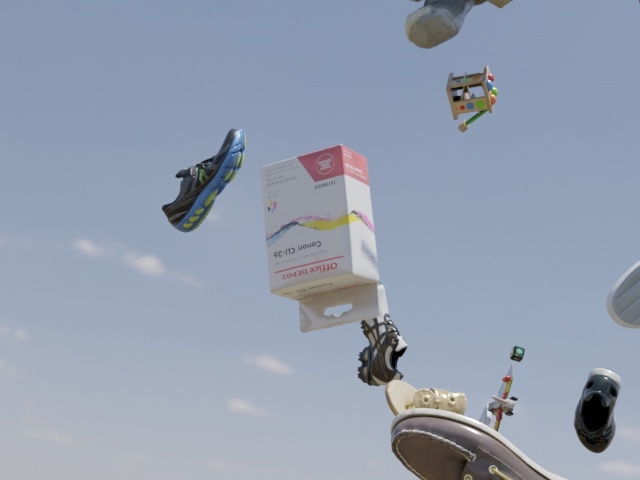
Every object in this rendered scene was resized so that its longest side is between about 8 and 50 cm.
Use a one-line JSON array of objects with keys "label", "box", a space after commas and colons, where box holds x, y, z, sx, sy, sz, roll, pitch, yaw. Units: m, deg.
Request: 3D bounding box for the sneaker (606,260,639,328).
[{"label": "sneaker", "box": [0.497, 0.047, 1.848, 0.258, 0.094, 0.091, -29, -5, -17]}]

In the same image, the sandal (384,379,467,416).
[{"label": "sandal", "box": [0.188, 0.252, 1.978, 0.079, 0.088, 0.240, -29, -41, 20]}]

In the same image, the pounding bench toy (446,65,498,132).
[{"label": "pounding bench toy", "box": [0.224, -0.200, 1.917, 0.065, 0.052, 0.083, -8, -59, 18]}]

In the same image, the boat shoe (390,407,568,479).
[{"label": "boat shoe", "box": [0.234, 0.340, 1.797, 0.324, 0.097, 0.117, 31, -53, 0]}]

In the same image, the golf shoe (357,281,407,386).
[{"label": "golf shoe", "box": [0.124, 0.176, 2.501, 0.093, 0.198, 0.077, -1, -6, 25]}]

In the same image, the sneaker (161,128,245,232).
[{"label": "sneaker", "box": [-0.185, -0.103, 2.104, 0.078, 0.188, 0.067, 37, 2, 15]}]

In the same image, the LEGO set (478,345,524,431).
[{"label": "LEGO set", "box": [0.318, 0.316, 2.480, 0.060, 0.244, 0.182, 20, 28, -3]}]

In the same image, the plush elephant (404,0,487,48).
[{"label": "plush elephant", "box": [0.214, -0.477, 1.896, 0.271, 0.330, 0.255, -21, -66, 18]}]

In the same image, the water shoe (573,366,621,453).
[{"label": "water shoe", "box": [0.449, 0.297, 2.203, 0.073, 0.080, 0.203, 17, -43, 22]}]

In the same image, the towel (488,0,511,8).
[{"label": "towel", "box": [0.271, -0.517, 2.335, 0.312, 0.056, 0.324, 28, -13, -17]}]

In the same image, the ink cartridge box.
[{"label": "ink cartridge box", "box": [0.000, 0.000, 1.559, 0.115, 0.198, 0.067, -15, -18, 27]}]
